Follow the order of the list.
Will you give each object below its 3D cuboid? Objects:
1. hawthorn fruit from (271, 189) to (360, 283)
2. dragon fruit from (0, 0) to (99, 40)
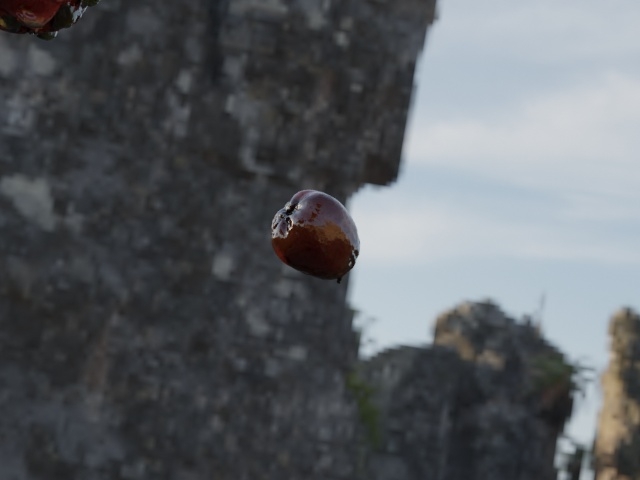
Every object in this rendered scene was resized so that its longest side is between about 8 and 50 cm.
[{"bbox_3d":[0.000,0.000,1.686,0.093,0.081,0.081,40,-25,-26],"label":"hawthorn fruit"},{"bbox_3d":[-0.251,-0.254,1.464,0.166,0.160,0.172,53,2,-11],"label":"dragon fruit"}]
